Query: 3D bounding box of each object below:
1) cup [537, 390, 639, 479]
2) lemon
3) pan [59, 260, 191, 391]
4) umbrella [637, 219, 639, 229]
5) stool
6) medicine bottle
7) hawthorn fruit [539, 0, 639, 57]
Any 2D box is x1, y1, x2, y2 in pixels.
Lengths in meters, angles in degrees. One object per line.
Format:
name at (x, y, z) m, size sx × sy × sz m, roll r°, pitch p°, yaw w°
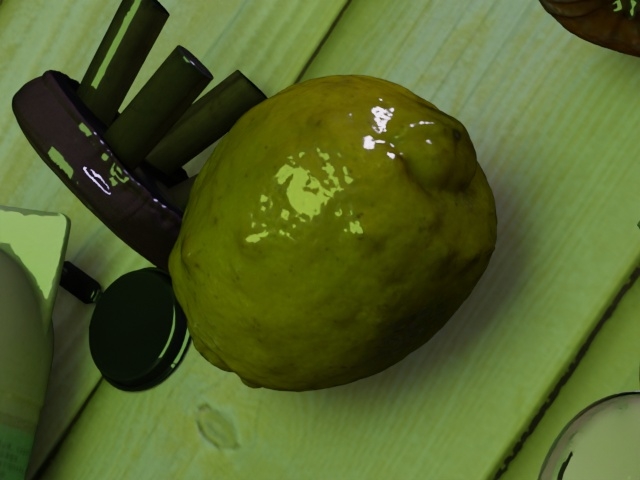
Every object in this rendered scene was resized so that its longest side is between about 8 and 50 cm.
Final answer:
cup at (0.309, 0.206, 1.363) m, size 0.253 × 0.274 × 0.253 m, roll -7°, pitch 81°, yaw 47°
lemon at (0.005, -0.005, 1.743) m, size 0.316 × 0.285 × 0.285 m, roll -5°, pitch 69°, yaw 45°
pan at (-0.225, 0.073, 2.051) m, size 0.235 × 0.028 × 0.136 m, roll 29°, pitch 91°, yaw 42°
umbrella at (0.330, -0.049, 1.629) m, size 0.143 × 0.062 × 0.067 m, roll -52°, pitch 13°, yaw -9°
stool at (-0.158, -0.107, 1.917) m, size 0.178 × 0.272 × 0.272 m, roll -45°, pitch 50°, yaw 8°
medicine bottle at (-0.408, 0.152, 2.028) m, size 0.235 × 0.235 × 0.406 m, roll 2°, pitch 75°, yaw 40°
hawthorn fruit at (0.276, -0.284, 1.652) m, size 0.231 × 0.235 × 0.263 m, roll -40°, pitch 50°, yaw 23°
